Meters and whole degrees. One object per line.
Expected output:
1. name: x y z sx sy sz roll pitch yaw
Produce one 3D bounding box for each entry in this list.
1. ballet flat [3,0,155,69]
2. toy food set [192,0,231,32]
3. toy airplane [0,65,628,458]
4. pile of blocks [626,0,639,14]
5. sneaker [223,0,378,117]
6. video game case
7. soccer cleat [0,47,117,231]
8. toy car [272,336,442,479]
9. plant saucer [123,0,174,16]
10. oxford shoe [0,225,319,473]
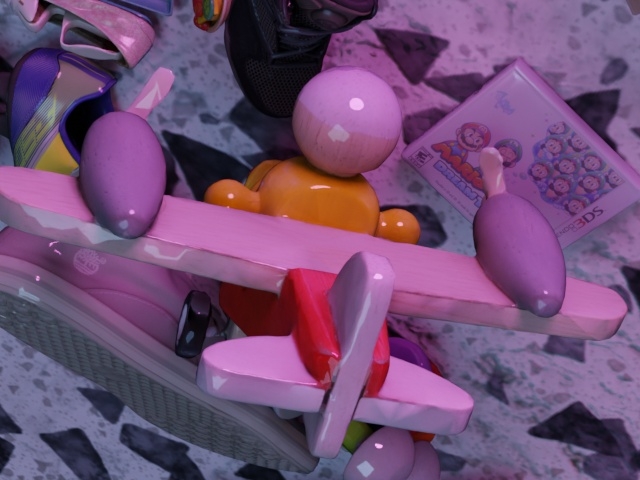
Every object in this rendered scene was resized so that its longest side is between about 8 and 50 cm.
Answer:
1. ballet flat: -0.225 -0.196 1.228 0.168 0.052 0.057 22 162 6
2. toy food set: -0.091 -0.210 1.153 0.082 0.020 0.083 170 97 -67
3. toy airplane: 0.000 0.000 1.087 0.384 0.386 0.272 16 95 33
4. pile of blocks: 0.229 -0.292 0.931 0.149 0.112 0.362 7 128 18
5. sneaker: -0.018 -0.170 1.113 0.087 0.130 0.227 -2 133 -18
6. video game case: 0.170 -0.058 1.199 0.157 0.019 0.143 43 130 -12
7. soccer cleat: -0.230 -0.043 1.328 0.121 0.093 0.289 16 129 17
8. toy car: 0.053 0.155 1.332 0.159 0.136 0.182 43 -179 30
9. plant saucer: -0.140 -0.276 1.162 0.067 0.018 0.192 20 132 8
10. oxford shoe: -0.137 0.100 1.353 0.169 0.130 0.449 -4 146 41
